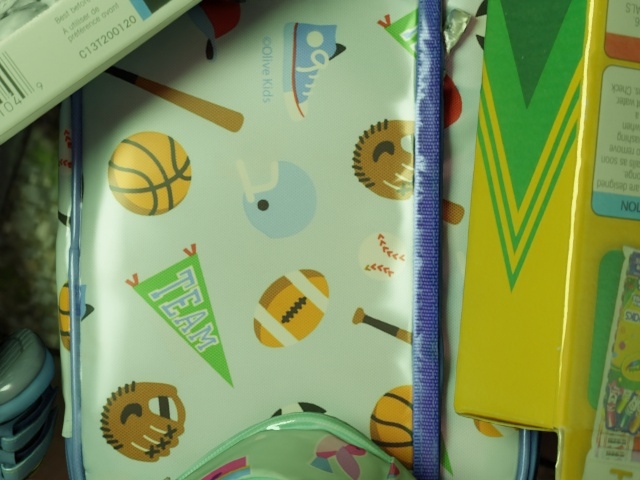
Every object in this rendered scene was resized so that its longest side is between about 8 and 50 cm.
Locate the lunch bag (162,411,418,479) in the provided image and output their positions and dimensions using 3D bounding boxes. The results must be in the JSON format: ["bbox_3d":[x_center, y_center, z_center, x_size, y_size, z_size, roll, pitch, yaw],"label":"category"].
[{"bbox_3d":[-0.005,0.223,0.783,0.224,0.108,0.279,-41,97,20],"label":"lunch bag"}]

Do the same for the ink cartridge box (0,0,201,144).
[{"bbox_3d":[-0.137,-0.128,0.832,0.206,0.208,0.045,-37,124,-4],"label":"ink cartridge box"}]

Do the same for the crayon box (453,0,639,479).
[{"bbox_3d":[0.171,-0.023,0.811,0.203,0.083,0.323,6,88,-30],"label":"crayon box"}]

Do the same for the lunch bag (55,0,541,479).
[{"bbox_3d":[0.000,0.000,0.865,0.243,0.115,0.303,1,90,4],"label":"lunch bag"}]

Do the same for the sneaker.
[{"bbox_3d":[-0.150,0.085,0.873,0.059,0.144,0.053,47,63,-4],"label":"sneaker"}]
